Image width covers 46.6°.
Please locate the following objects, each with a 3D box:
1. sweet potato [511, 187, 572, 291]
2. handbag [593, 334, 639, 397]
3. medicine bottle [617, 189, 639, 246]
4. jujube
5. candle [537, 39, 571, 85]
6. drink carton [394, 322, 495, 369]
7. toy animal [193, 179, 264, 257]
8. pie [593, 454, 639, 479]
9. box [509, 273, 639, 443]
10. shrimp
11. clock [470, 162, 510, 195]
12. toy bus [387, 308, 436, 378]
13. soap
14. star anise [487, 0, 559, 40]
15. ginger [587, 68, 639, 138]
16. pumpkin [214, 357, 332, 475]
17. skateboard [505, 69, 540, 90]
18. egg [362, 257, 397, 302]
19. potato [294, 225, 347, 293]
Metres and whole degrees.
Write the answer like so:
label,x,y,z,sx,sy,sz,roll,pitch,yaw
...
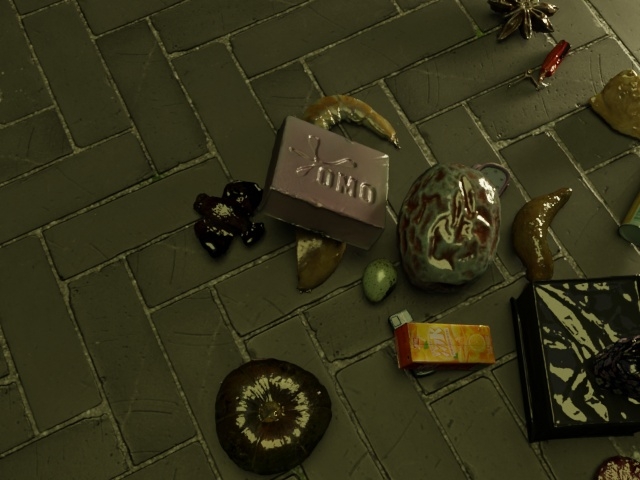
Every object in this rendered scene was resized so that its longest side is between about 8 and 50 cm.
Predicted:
label,x,y,z,sx,sy,sz,roll,pitch,yaw
sweet potato,0.534,-0.014,1.842,0.124,0.098,0.309,25,67,-13
handbag,0.663,0.242,1.455,0.229,0.208,0.126,1,73,-4
medicine bottle,0.895,-0.176,1.903,0.108,0.108,0.426,32,73,13
jujube,0.305,-0.037,1.770,0.247,0.215,0.307,-5,73,20
candle,0.644,-0.489,2.067,0.053,0.048,0.162,20,65,40
drink carton,0.285,0.244,1.706,0.223,0.071,0.096,4,65,-23
toy animal,-0.240,-0.058,1.880,0.180,0.116,0.218,21,72,40
pie,0.675,0.553,1.638,0.155,0.036,0.154,0,68,0
box,0.589,0.262,1.667,0.252,0.204,0.344,-2,68,-2
shrimp,0.057,-0.306,1.992,0.287,0.068,0.185,-5,72,-12
clock,0.415,-0.137,1.915,0.110,0.050,0.152,32,71,13
toy bus,0.217,0.246,1.763,0.065,0.047,0.165,-22,68,-6
soap,0.015,-0.142,1.810,0.297,0.107,0.285,19,45,-14
star anise,0.572,-0.667,2.112,0.209,0.089,0.231,15,74,-6
ginger,0.836,-0.363,1.975,0.193,0.122,0.115,45,55,11
pumpkin,-0.108,0.385,1.632,0.261,0.189,0.260,0,69,1
skateboard,0.556,-0.426,2.047,0.083,0.032,0.063,-27,80,-13
egg,0.143,0.097,1.803,0.085,0.085,0.110,12,70,5
potato,0.000,0.000,1.841,0.138,0.098,0.243,-4,69,-3
